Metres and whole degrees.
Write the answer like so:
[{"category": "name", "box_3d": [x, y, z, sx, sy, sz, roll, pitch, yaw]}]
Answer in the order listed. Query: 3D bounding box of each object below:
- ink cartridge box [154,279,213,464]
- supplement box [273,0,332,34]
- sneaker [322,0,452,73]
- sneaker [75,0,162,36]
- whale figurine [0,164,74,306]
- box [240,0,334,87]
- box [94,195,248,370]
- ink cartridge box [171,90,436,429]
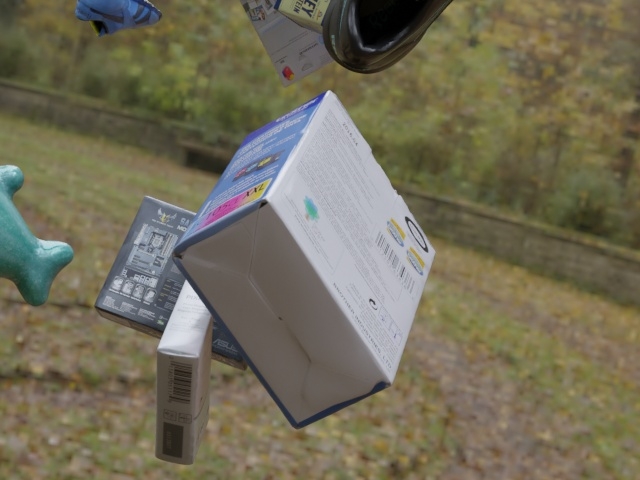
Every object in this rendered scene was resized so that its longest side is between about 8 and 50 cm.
[{"category": "ink cartridge box", "box_3d": [-0.147, 0.127, 1.733, 0.066, 0.189, 0.232, 13, 40, 8]}, {"category": "supplement box", "box_3d": [0.002, -0.295, 1.797, 0.083, 0.056, 0.083, 24, 2, 27]}, {"category": "sneaker", "box_3d": [0.102, -0.242, 1.138, 0.101, 0.267, 0.106, 35, 10, -4]}, {"category": "sneaker", "box_3d": [-0.298, -0.333, 2.059, 0.069, 0.082, 0.209, 36, 7, 13]}, {"category": "whale figurine", "box_3d": [-0.482, -0.011, 2.004, 0.272, 0.216, 0.141, 35, -7, -14]}, {"category": "box", "box_3d": [-0.046, -0.338, 2.123, 0.038, 0.186, 0.145, -31, 6, -38]}, {"category": "box", "box_3d": [-0.178, 0.059, 2.014, 0.233, 0.183, 0.059, 19, -17, 9]}, {"category": "ink cartridge box", "box_3d": [0.000, 0.000, 1.733, 0.151, 0.270, 0.395, -25, 18, 26]}]
